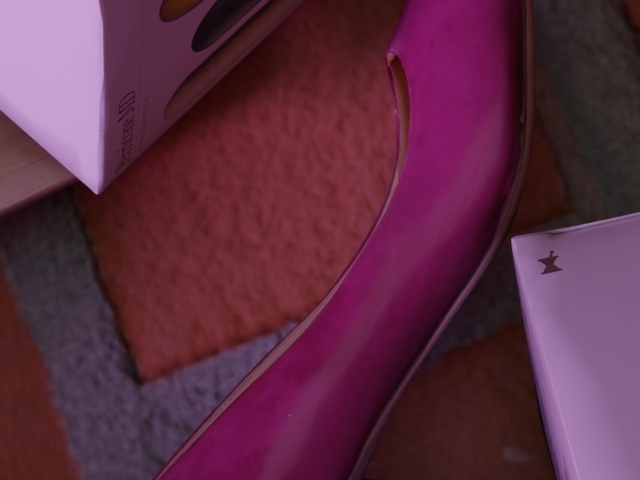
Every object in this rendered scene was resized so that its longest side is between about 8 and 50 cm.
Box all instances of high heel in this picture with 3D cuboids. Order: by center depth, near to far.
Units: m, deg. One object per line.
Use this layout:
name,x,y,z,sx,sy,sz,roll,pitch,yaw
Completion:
high heel,0.000,0.000,0.851,0.181,0.127,0.377,7,78,2

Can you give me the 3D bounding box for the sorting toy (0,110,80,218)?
sorting toy,-0.179,-0.068,0.925,0.274,0.046,0.132,-27,74,-11

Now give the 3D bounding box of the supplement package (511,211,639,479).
supplement package,0.232,0.087,0.758,0.262,0.145,0.204,-13,47,3

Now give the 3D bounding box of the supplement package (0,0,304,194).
supplement package,-0.082,-0.205,0.845,0.198,0.199,0.263,41,69,10
